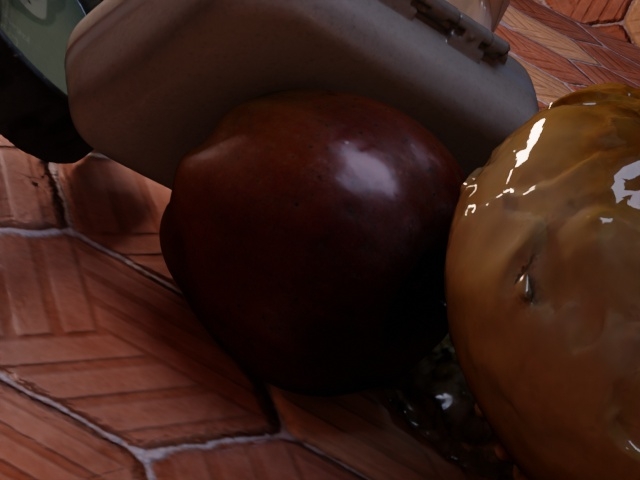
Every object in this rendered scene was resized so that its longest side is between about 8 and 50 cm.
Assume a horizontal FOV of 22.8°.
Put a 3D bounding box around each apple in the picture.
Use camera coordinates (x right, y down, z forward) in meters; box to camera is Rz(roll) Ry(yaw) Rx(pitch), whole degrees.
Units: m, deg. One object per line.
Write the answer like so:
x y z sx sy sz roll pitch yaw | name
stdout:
0.000 -0.001 1.142 0.234 0.234 0.234 25 19 -9 | apple

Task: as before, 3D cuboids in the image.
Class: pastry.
0.244 0.078 1.024 0.409 0.245 0.409 29 23 -13 | pastry

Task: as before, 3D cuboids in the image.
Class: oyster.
0.154 0.111 1.235 0.204 0.111 0.396 3 34 -45 | oyster

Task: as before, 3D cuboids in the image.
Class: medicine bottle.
-0.006 -0.110 1.284 0.375 0.282 0.123 24 49 -43 | medicine bottle

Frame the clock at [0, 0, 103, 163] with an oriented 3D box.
-0.268 -0.214 1.334 0.319 0.066 0.319 52 17 -24 | clock

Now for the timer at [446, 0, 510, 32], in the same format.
0.105 -0.205 1.553 0.270 0.383 0.270 24 19 -9 | timer
